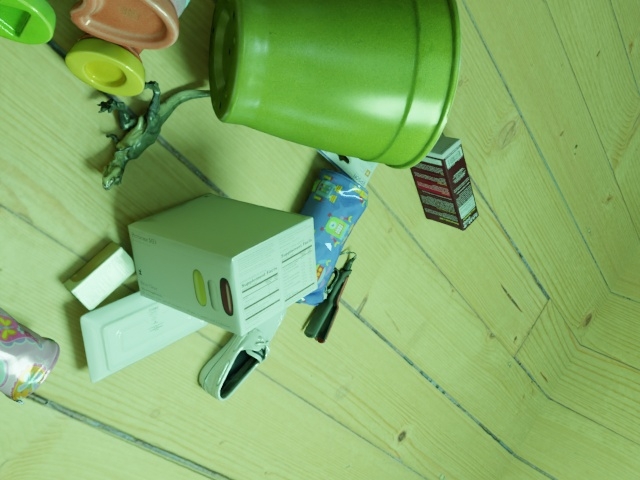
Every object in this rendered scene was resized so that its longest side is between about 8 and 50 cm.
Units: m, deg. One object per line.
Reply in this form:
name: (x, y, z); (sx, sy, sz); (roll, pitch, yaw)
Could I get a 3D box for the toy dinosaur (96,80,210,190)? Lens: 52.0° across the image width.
toy dinosaur: (-0.303, -0.210, 1.124); (0.268, 0.064, 0.118); (-49, 146, -18)

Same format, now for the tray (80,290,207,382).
tray: (-0.317, 0.157, 1.245); (0.270, 0.030, 0.145); (-25, 124, -42)

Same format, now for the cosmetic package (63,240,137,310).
cosmetic package: (-0.389, 0.062, 1.165); (0.115, 0.041, 0.060); (-44, 131, -20)

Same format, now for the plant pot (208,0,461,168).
plant pot: (-0.004, -0.317, 1.154); (0.353, 0.366, 0.366); (1, 107, -21)

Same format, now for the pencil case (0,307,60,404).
pencil case: (-0.545, 0.142, 1.010); (0.124, 0.124, 0.284); (-53, 133, -13)

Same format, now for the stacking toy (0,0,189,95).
stacking toy: (-0.333, -0.353, 0.914); (0.280, 0.309, 0.130); (23, 70, -28)

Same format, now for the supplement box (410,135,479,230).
supplement box: (0.302, -0.147, 1.631); (0.073, 0.130, 0.239); (-41, 130, -23)

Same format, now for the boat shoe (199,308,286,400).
boat shoe: (-0.148, 0.234, 1.414); (0.258, 0.084, 0.095); (-53, 132, -12)

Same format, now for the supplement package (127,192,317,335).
supplement package: (-0.172, 0.030, 1.167); (0.204, 0.262, 0.145); (-29, 124, -46)

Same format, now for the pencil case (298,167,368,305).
pencil case: (0.000, 0.000, 1.427); (0.133, 0.119, 0.306); (24, 90, -20)

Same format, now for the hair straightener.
hair straightener: (0.021, 0.126, 1.547); (0.089, 0.047, 0.230); (31, 85, -44)

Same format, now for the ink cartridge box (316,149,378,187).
ink cartridge box: (0.078, -0.259, 1.448); (0.223, 0.045, 0.224); (37, 82, -42)
